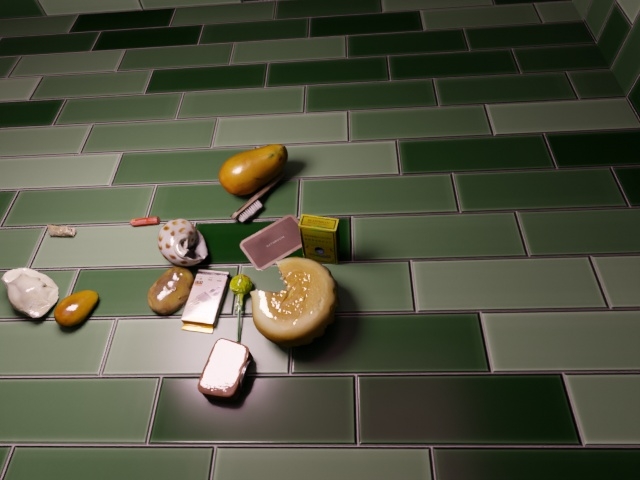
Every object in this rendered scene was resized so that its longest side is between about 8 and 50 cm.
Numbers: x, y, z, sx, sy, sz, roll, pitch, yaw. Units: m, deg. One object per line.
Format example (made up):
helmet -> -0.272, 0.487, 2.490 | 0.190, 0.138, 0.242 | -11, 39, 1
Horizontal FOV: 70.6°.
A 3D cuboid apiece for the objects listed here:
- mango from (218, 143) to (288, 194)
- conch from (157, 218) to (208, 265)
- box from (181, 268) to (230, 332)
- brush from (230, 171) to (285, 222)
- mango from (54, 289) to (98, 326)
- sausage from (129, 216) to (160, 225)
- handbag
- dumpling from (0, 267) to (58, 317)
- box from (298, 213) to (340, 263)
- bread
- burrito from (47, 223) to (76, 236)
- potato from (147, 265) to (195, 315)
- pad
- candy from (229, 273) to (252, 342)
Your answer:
mango -> -0.283, -0.311, 1.945 | 0.318, 0.211, 0.172 | -28, 91, -2
conch -> -0.557, 0.004, 1.795 | 0.149, 0.183, 0.274 | -32, 37, 16
box -> -0.431, 0.223, 1.699 | 0.129, 0.033, 0.247 | 5, 56, 8
brush -> -0.252, -0.184, 1.950 | 0.065, 0.070, 0.327 | 47, 61, -8
mango -> -0.918, 0.250, 1.695 | 0.111, 0.089, 0.163 | 21, 50, 5
sausage -> -0.758, -0.081, 1.938 | 0.130, 0.034, 0.034 | -5, 55, 2
handbag -> -0.313, 0.438, 1.518 | 0.151, 0.072, 0.193 | 13, 56, 13
dumpling -> -1.102, 0.198, 1.740 | 0.216, 0.125, 0.166 | 24, 34, 30
box -> 0.000, 0.000, 1.700 | 0.141, 0.220, 0.064 | 8, 56, 9
bread -> -0.081, 0.221, 1.592 | 0.334, 0.160, 0.332 | -3, 57, 4
burrito -> -1.120, -0.042, 1.941 | 0.149, 0.041, 0.055 | 6, 43, 13
potato -> -0.570, 0.182, 1.714 | 0.164, 0.081, 0.200 | 21, 63, 17
pad -> -0.182, 0.003, 1.846 | 0.266, 0.002, 0.176 | -31, 58, -16
candy -> -0.297, 0.247, 1.662 | 0.077, 0.073, 0.261 | -13, 61, 19
